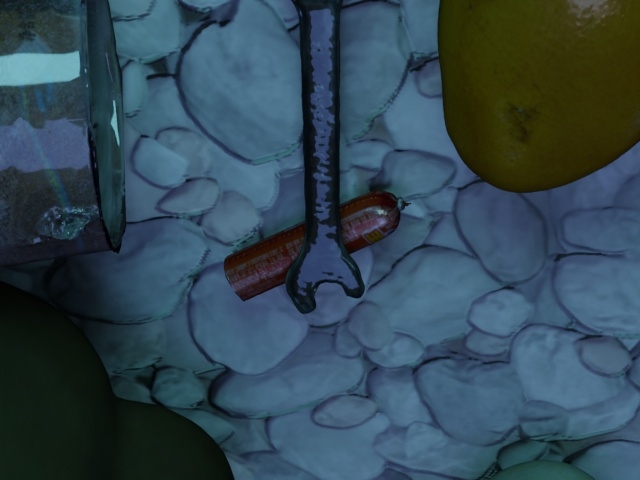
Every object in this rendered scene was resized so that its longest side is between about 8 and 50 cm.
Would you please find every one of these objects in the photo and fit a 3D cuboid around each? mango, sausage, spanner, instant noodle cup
[{"bbox_3d":[0.134,-0.110,0.909,0.145,0.112,0.219,10,138,-4],"label":"mango"},{"bbox_3d":[0.000,0.000,1.040,0.129,0.034,0.034,-24,121,19],"label":"sausage"},{"bbox_3d":[0.000,-0.067,0.977,0.054,0.015,0.254,2,117,5],"label":"spanner"},{"bbox_3d":[-0.220,-0.069,0.905,0.207,0.217,0.217,-5,126,-2],"label":"instant noodle cup"}]

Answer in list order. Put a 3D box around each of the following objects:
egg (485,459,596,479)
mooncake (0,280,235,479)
[{"bbox_3d":[0.147,0.221,1.143,0.114,0.114,0.152,23,130,-13],"label":"egg"},{"bbox_3d":[-0.289,0.233,1.066,0.467,0.262,0.467,3,140,3],"label":"mooncake"}]
